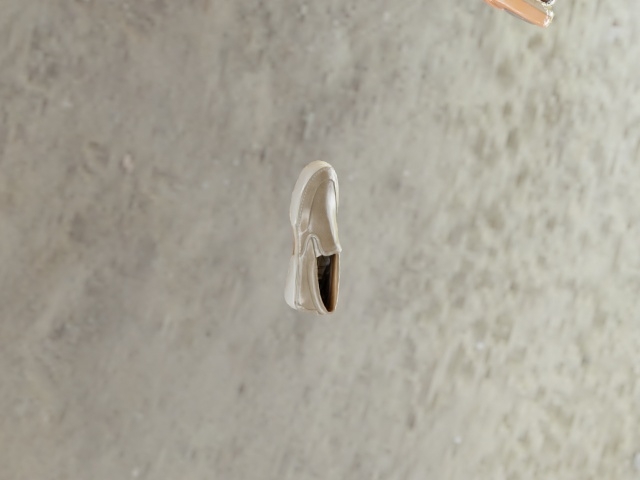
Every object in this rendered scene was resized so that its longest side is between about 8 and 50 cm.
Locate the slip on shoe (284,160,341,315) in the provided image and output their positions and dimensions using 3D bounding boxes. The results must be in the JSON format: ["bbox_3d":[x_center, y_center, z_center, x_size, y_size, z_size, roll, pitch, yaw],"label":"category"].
[{"bbox_3d":[0.000,0.000,1.326,0.051,0.041,0.135,-11,116,-47],"label":"slip on shoe"}]

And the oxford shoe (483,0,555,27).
[{"bbox_3d":[0.074,-0.318,1.204,0.133,0.363,0.130,-44,171,13],"label":"oxford shoe"}]
